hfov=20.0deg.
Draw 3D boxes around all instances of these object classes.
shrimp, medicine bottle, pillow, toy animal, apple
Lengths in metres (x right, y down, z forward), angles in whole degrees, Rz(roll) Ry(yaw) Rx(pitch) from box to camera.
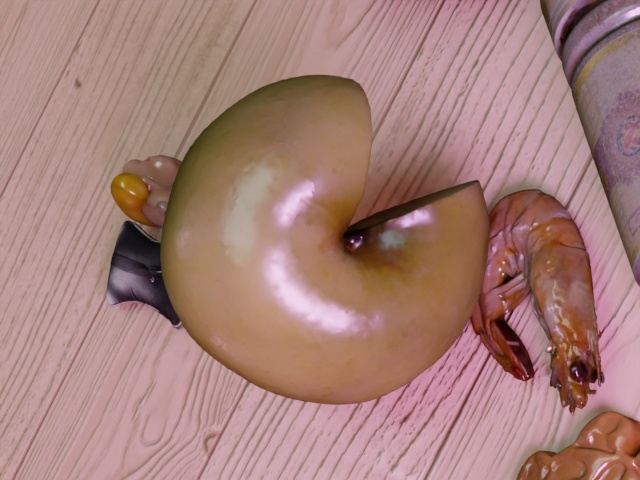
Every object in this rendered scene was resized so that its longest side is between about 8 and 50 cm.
[{"bbox_3d":[0.183,0.060,1.577,0.133,0.053,0.236,-33,51,25],"label":"shrimp"},{"bbox_3d":[0.292,-0.093,1.473,0.151,0.151,0.322,-32,55,28],"label":"medicine bottle"},{"bbox_3d":[-0.174,0.035,1.901,0.135,0.055,0.091,14,119,47],"label":"pillow"},{"bbox_3d":[-0.168,-0.059,1.912,0.114,0.091,0.082,16,70,45],"label":"toy animal"},{"bbox_3d":[0.000,0.000,1.604,0.254,0.292,0.292,166,119,-68],"label":"apple"}]

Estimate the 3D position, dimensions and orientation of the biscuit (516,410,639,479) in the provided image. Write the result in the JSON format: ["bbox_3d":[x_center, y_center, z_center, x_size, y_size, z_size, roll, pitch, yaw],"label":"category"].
[{"bbox_3d":[0.199,0.278,1.488,0.202,0.044,0.289,41,104,43],"label":"biscuit"}]
